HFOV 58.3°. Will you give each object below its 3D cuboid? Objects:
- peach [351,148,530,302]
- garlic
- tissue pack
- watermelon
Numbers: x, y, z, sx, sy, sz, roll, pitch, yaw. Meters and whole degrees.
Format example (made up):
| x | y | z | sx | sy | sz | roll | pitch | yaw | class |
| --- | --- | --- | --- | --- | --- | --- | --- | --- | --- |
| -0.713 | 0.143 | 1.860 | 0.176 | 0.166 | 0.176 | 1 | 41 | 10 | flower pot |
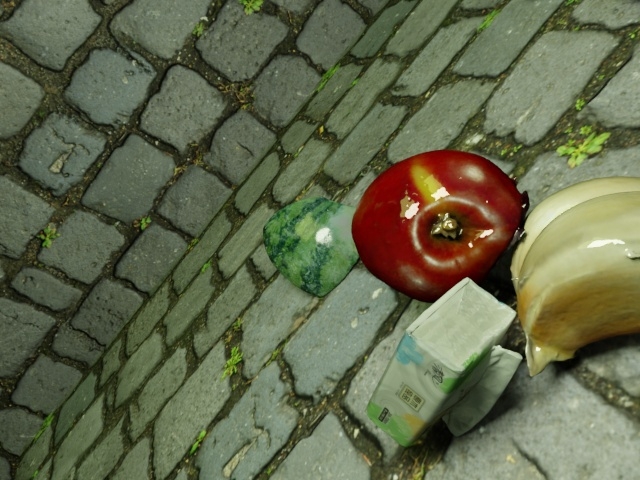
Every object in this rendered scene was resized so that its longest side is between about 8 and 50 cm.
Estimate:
| x | y | z | sx | sy | sz | roll | pitch | yaw | class |
| --- | --- | --- | --- | --- | --- | --- | --- | --- | --- |
| 0.165 | -0.045 | 0.969 | 0.258 | 0.201 | 0.362 | -64 | 13 | 12 | peach |
| 0.393 | 0.027 | 0.771 | 0.313 | 0.286 | 0.249 | -41 | 72 | 33 | garlic |
| 0.186 | 0.199 | 0.837 | 0.159 | 0.145 | 0.229 | -32 | -28 | -37 | tissue pack |
| 0.000 | 0.000 | 1.464 | 0.176 | 0.256 | 0.260 | -15 | -20 | -49 | watermelon |
